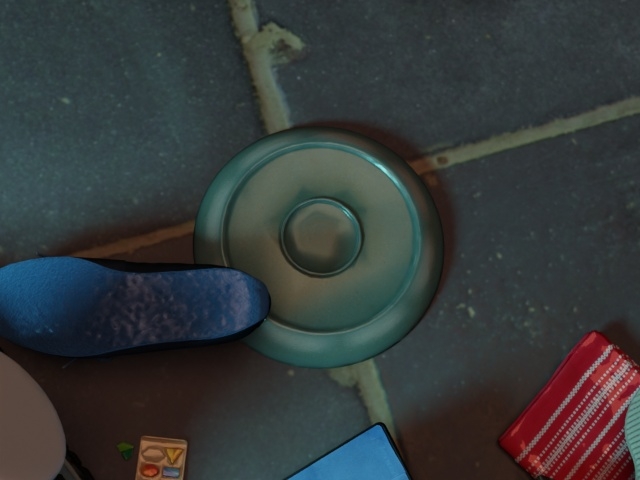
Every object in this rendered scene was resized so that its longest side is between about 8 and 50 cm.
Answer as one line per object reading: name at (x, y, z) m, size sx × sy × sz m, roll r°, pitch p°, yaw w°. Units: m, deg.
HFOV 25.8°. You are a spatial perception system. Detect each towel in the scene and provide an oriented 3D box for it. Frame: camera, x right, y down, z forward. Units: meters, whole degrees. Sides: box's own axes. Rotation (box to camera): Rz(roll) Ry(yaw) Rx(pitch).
towel at (0.374, 0.264, 1.694) m, size 0.275 × 0.031 × 0.199 m, roll 42°, pitch 77°, yaw 8°

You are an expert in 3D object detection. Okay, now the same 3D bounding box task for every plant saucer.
plant saucer at (0.000, 0.000, 1.737) m, size 0.318 × 0.044 × 0.317 m, roll 1°, pitch 75°, yaw -4°

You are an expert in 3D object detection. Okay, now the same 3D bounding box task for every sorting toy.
sorting toy at (-0.203, 0.264, 1.662) m, size 0.083 × 0.012 × 0.062 m, roll 6°, pitch 74°, yaw -2°

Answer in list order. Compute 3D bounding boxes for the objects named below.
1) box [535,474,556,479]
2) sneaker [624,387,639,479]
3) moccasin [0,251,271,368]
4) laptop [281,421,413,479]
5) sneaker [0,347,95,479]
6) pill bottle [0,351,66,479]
box at (0.401, 0.411, 1.556) m, size 0.381 × 0.191 × 0.143 m, roll 19°, pitch 99°, yaw 4°
sneaker at (0.438, 0.273, 1.563) m, size 0.161 × 0.102 × 0.282 m, roll 26°, pitch 30°, yaw -6°
moccasin at (-0.227, 0.091, 1.655) m, size 0.342 × 0.117 × 0.137 m, roll 5°, pitch 84°, yaw 8°
laptop at (-0.064, 0.444, 1.460) m, size 0.408 × 0.236 × 0.382 m, roll -8°, pitch 59°, yaw -36°
sneaker at (-0.422, 0.231, 1.600) m, size 0.182 × 0.158 × 0.410 m, roll -39°, pitch 75°, yaw 3°
pill bottle at (-0.458, 0.290, 1.443) m, size 0.392 × 0.224 × 0.224 m, roll -43°, pitch 79°, yaw 19°
